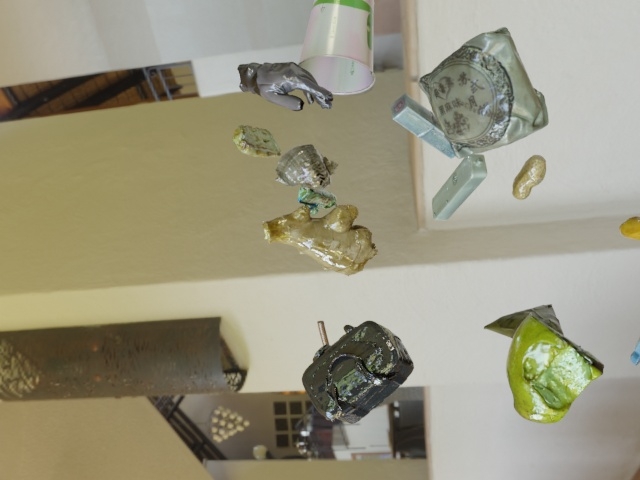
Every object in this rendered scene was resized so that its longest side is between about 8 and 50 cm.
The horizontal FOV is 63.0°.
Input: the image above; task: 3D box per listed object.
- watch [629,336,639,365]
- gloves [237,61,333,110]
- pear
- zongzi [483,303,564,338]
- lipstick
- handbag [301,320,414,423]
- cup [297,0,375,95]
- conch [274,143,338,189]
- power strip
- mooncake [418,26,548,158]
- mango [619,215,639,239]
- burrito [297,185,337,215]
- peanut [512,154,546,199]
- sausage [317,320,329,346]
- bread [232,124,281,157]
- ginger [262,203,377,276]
[{"bbox_3d":[1.274,0.405,1.911,0.193,0.211,0.211,39,156,37],"label":"watch"},{"bbox_3d":[-0.096,-0.402,1.364,0.119,0.285,0.142,88,-154,-57],"label":"gloves"},{"bbox_3d":[0.610,0.366,1.458,0.255,0.238,0.164,-53,-20,11],"label":"pear"},{"bbox_3d":[0.751,0.346,1.951,0.251,0.274,0.125,-43,-62,-70],"label":"zongzi"},{"bbox_3d":[0.358,-0.367,1.711,0.289,0.077,0.076,27,-134,-29],"label":"lipstick"},{"bbox_3d":[0.087,0.312,1.262,0.181,0.254,0.181,52,-176,34],"label":"handbag"},{"bbox_3d":[0.057,-0.622,1.619,0.253,0.253,0.274,45,-129,-76],"label":"cup"},{"bbox_3d":[-0.046,-0.227,1.633,0.130,0.207,0.155,88,168,-58],"label":"conch"},{"bbox_3d":[0.474,-0.181,1.799,0.385,0.062,0.091,112,158,-67],"label":"power strip"},{"bbox_3d":[0.369,-0.328,1.219,0.254,0.136,0.250,-22,95,57],"label":"mooncake"},{"bbox_3d":[1.054,-0.046,1.712,0.190,0.098,0.075,95,-162,-76],"label":"mango"},{"bbox_3d":[-0.018,-0.136,1.800,0.054,0.104,0.288,52,-164,15],"label":"burrito"},{"bbox_3d":[0.689,-0.203,1.727,0.080,0.080,0.174,-85,9,-46],"label":"peanut"},{"bbox_3d":[0.013,0.339,1.844,0.026,0.026,0.116,-60,-43,-74],"label":"sausage"},{"bbox_3d":[-0.262,-0.394,2.109,0.232,0.088,0.128,-2,-109,-56],"label":"bread"},{"bbox_3d":[0.014,-0.014,1.685,0.375,0.236,0.166,21,-136,-35],"label":"ginger"}]
